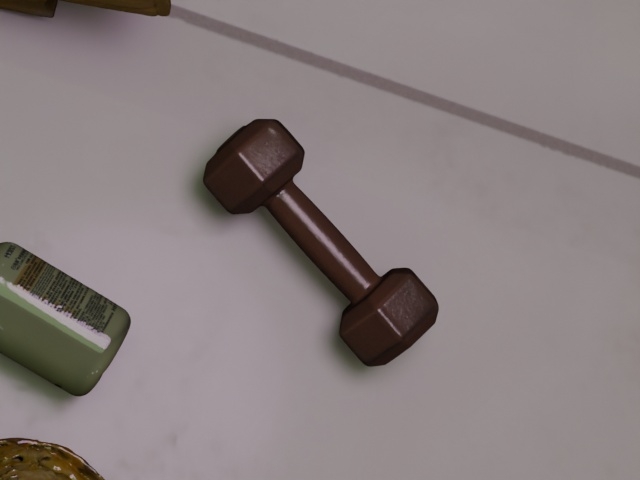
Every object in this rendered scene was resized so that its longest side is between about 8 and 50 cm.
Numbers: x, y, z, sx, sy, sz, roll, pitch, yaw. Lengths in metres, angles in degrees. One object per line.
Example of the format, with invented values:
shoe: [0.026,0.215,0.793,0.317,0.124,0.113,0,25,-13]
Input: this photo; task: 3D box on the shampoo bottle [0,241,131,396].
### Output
shampoo bottle: [-0.232,0.050,1.071,0.162,0.079,0.079,32,68,-10]

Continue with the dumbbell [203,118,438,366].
dumbbell: [0.000,0.000,1.166,0.082,0.092,0.231,-41,94,4]

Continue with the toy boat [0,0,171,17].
toy boat: [-0.268,-0.242,1.111,0.321,0.121,0.089,11,73,-3]

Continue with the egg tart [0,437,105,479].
egg tart: [-0.231,0.237,1.030,0.191,0.074,0.191,5,73,-18]
